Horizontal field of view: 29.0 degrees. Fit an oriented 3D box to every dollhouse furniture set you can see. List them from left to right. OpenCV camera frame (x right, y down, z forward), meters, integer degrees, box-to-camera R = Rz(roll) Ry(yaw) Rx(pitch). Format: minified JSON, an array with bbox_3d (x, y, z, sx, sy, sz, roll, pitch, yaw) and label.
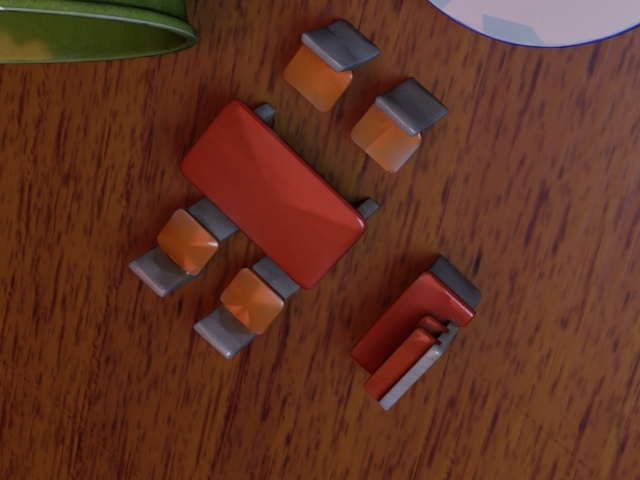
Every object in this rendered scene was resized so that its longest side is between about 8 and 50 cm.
[{"bbox_3d":[0.000,0.000,0.984,0.259,0.135,0.262,43,115,5],"label":"dollhouse furniture set"}]

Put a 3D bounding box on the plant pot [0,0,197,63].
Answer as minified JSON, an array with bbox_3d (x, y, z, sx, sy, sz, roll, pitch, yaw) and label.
[{"bbox_3d":[-0.278,-0.322,0.910,0.366,0.366,0.353,0,93,21],"label":"plant pot"}]

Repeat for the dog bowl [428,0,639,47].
[{"bbox_3d":[0.169,-0.269,0.863,0.264,0.104,0.265,6,106,20],"label":"dog bowl"}]
